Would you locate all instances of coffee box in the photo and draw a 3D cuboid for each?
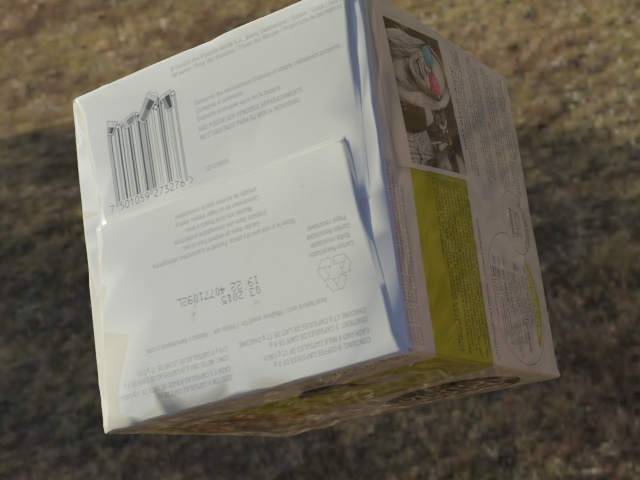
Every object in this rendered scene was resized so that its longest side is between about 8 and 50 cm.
[{"bbox_3d":[0.000,0.000,1.292,0.338,0.338,0.334,-17,-17,29],"label":"coffee box"}]
